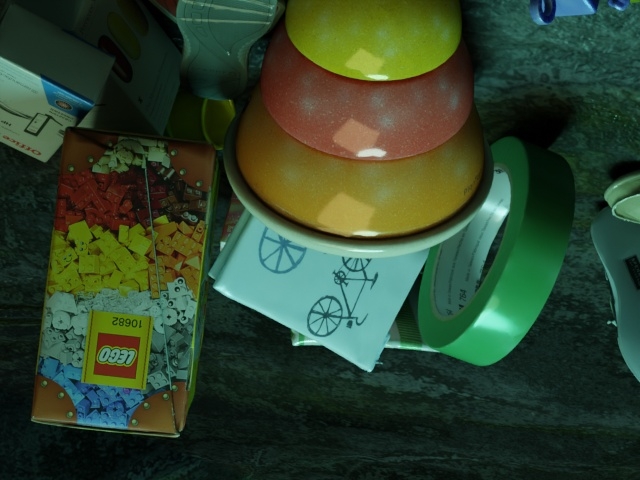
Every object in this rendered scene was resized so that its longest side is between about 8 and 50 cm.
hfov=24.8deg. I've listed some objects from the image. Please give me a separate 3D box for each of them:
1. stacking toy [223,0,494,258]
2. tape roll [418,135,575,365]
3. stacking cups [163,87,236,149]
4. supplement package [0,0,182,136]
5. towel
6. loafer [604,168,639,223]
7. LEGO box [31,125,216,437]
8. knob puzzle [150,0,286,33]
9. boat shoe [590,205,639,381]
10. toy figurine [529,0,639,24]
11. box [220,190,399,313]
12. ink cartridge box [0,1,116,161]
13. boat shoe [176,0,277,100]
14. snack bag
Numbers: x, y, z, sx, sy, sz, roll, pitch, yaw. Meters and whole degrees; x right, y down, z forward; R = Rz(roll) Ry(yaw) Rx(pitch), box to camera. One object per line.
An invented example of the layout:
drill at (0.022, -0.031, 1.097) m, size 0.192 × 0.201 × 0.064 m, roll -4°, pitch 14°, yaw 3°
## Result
stacking toy at (0.065, -0.248, 1.748) m, size 0.351 × 0.350 × 0.480 m, roll 11°, pitch 134°, yaw 5°
tape roll at (0.243, 0.014, 2.050) m, size 0.077 × 0.321 × 0.321 m, roll 21°, pitch 152°, yaw -15°
stacking cups at (-0.282, -0.186, 2.174) m, size 0.316 × 0.096 × 0.096 m, roll 4°, pitch 152°, yaw 28°
supplement package at (-0.307, -0.258, 1.969) m, size 0.134 × 0.139 × 0.244 m, roll 0°, pitch 151°, yaw 26°
towel at (0.101, 0.115, 2.386) m, size 0.325 × 0.248 × 0.038 m, roll 6°, pitch 116°, yaw -10°
loafer at (0.538, -0.033, 2.080) m, size 0.269 × 0.092 × 0.102 m, roll 11°, pitch 150°, yaw 0°
LEGO box at (-0.256, 0.052, 2.030) m, size 0.193 × 0.372 × 0.500 m, roll 7°, pitch 179°, yaw -3°
knob puzzle at (-0.140, -0.309, 1.918) m, size 0.213 × 0.030 × 0.213 m, roll 10°, pitch 153°, yaw 5°
boat shoe at (0.474, 0.097, 2.144) m, size 0.113 × 0.306 × 0.105 m, roll -24°, pitch 149°, yaw 8°
toy figurine at (0.242, -0.302, 1.558) m, size 0.191 × 0.217 × 0.362 m, roll -5°, pitch 148°, yaw 31°
box at (0.000, 0.000, 2.316) m, size 0.300 × 0.154 × 0.142 m, roll 11°, pitch 153°, yaw 2°
ink cartridge box at (-0.374, -0.197, 1.873) m, size 0.148 × 0.086 × 0.203 m, roll 26°, pitch 150°, yaw -17°
boat shoe at (-0.116, -0.290, 1.803) m, size 0.118 × 0.103 × 0.320 m, roll 8°, pitch 154°, yaw -4°
snack bag at (0.033, -0.010, 2.123) m, size 0.342 × 0.323 × 0.037 m, roll 31°, pitch 174°, yaw -37°
